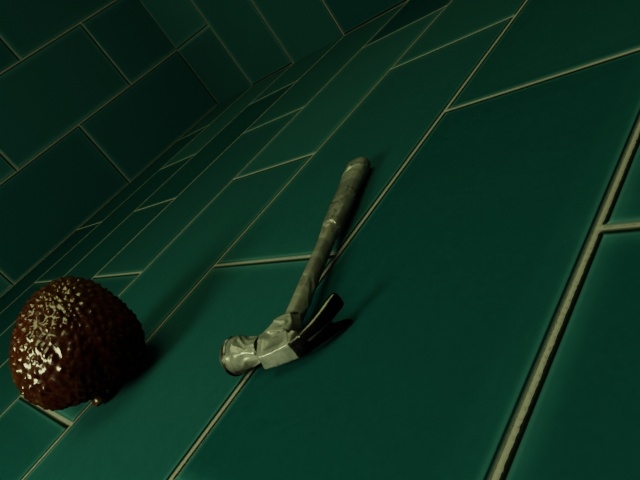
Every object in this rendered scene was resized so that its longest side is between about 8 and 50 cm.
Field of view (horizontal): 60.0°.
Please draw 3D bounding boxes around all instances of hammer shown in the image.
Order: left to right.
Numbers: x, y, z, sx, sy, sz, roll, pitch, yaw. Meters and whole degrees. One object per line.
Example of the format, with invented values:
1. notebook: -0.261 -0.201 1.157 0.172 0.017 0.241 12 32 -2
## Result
1. hammer: 0.001 0.001 0.738 0.152 0.044 0.427 -23 26 29

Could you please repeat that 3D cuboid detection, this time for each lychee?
1. lychee: -0.349 0.151 0.798 0.194 0.194 0.194 -31 24 15
